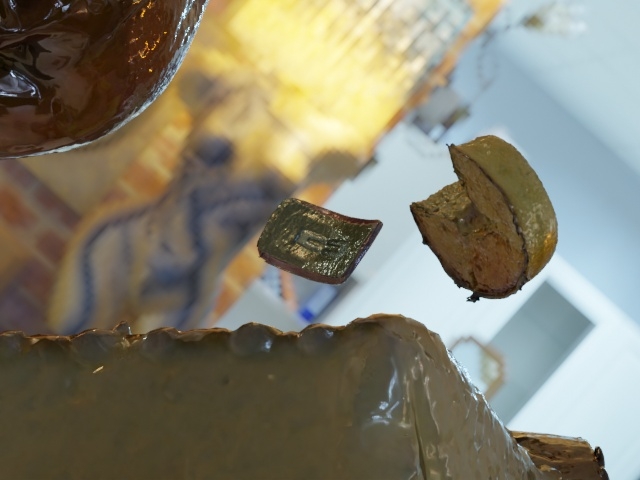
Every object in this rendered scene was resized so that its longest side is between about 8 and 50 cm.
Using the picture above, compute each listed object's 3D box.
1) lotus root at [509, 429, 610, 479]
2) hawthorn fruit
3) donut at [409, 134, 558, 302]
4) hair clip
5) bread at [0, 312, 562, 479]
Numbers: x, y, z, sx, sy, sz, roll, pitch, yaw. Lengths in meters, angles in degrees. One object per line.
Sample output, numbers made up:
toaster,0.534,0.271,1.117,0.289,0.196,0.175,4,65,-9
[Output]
lotus root,0.115,0.272,1.651,0.250,0.316,0.316,12,-4,1
hawthorn fruit,-0.307,-0.311,2.027,0.472,0.472,0.472,42,-3,3
donut,0.163,-0.018,1.850,0.146,0.078,0.181,55,-26,14
hair clip,0.001,0.001,1.378,0.022,0.054,0.137,39,-12,-29
bread,-0.060,0.223,1.213,0.371,0.279,0.390,-1,-21,18
